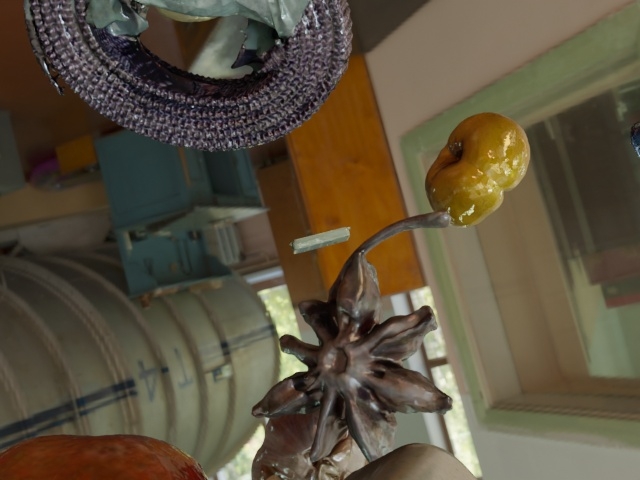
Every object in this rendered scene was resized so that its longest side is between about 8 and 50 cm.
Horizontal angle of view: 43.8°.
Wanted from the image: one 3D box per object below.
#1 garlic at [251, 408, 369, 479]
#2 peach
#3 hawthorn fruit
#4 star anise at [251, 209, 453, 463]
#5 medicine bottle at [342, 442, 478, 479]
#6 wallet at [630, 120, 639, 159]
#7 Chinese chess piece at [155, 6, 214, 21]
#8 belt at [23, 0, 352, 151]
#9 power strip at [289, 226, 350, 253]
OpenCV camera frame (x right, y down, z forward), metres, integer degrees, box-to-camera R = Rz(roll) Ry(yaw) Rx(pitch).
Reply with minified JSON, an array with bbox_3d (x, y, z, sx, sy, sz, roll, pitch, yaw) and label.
[{"bbox_3d":[0.003,0.366,1.216,0.207,0.207,0.257,-16,-142,7],"label":"garlic"},{"bbox_3d":[0.226,-0.102,1.157,0.103,0.179,0.179,31,163,-13],"label":"peach"},{"bbox_3d":[-0.198,0.323,0.796,0.284,0.285,0.369,-16,167,22],"label":"hawthorn fruit"},{"bbox_3d":[0.067,0.162,1.084,0.359,0.316,0.139,-26,162,18],"label":"star anise"},{"bbox_3d":[0.115,0.320,0.492,0.123,0.375,0.282,-37,172,23],"label":"medicine bottle"},{"bbox_3d":[0.489,-0.111,0.940,0.202,0.141,0.059,-21,-158,47],"label":"wallet"},{"bbox_3d":[-0.183,-0.434,1.075,0.112,0.270,0.270,-8,177,-1],"label":"Chinese chess piece"},{"bbox_3d":[-0.126,-0.227,0.800,0.324,0.260,0.122,18,-154,-1],"label":"belt"},{"bbox_3d":[0.000,0.000,1.136,0.090,0.016,0.040,-14,171,-7],"label":"power strip"}]
